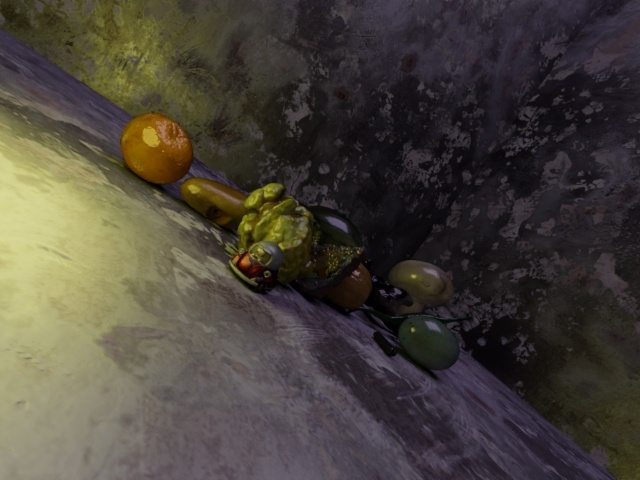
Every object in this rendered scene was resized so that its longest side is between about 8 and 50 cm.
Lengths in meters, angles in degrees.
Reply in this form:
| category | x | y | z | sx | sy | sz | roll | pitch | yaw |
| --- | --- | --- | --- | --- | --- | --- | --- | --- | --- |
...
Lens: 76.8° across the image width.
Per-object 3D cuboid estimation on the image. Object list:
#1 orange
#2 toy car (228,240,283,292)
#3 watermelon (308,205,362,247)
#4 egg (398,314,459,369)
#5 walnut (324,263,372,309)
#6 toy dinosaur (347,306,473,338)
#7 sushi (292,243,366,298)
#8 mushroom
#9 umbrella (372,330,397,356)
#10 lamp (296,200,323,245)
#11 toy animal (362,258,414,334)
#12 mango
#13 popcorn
| category | x | y | z | sx | sy | sz | roll | pitch | yaw |
| --- | --- | --- | --- | --- | --- | --- | --- | --- | --- |
| orange | -0.499 | -0.279 | 1.239 | 0.219 | 0.193 | 0.219 | -10 | 90 | -81 |
| toy car | -0.139 | 0.055 | 0.986 | 0.112 | 0.112 | 0.139 | 37 | 4 | 23 |
| watermelon | 0.000 | 0.000 | 1.673 | 0.359 | 0.279 | 0.279 | 29 | 4 | -2 |
| egg | 0.382 | 0.360 | 1.426 | 0.236 | 0.169 | 0.169 | 38 | 3 | -14 |
| walnut | 0.076 | 0.136 | 1.414 | 0.226 | 0.193 | 0.193 | 38 | 4 | 3 |
| toy dinosaur | 0.344 | 0.278 | 1.519 | 0.087 | 0.447 | 0.301 | -105 | 175 | -55 |
| sushi | 0.013 | 0.072 | 1.285 | 0.161 | 0.241 | 0.107 | 43 | -14 | 25 |
| mushroom | 0.464 | 0.233 | 1.974 | 0.315 | 0.356 | 0.315 | 26 | 41 | -25 |
| umbrella | 0.204 | 0.329 | 1.288 | 0.036 | 0.031 | 0.133 | 63 | -7 | -20 |
| lamp | -0.102 | -0.025 | 1.436 | 0.247 | 0.247 | 0.247 | 36 | 4 | -3 |
| toy animal | 0.218 | 0.208 | 1.694 | 0.344 | 0.194 | 0.303 | 32 | -5 | 38 |
| mango | -0.338 | -0.125 | 1.337 | 0.262 | 0.130 | 0.167 | 27 | 12 | -25 |
| popcorn | -0.117 | -0.008 | 1.158 | 0.250 | 0.235 | 0.242 | 51 | -8 | 25 |
